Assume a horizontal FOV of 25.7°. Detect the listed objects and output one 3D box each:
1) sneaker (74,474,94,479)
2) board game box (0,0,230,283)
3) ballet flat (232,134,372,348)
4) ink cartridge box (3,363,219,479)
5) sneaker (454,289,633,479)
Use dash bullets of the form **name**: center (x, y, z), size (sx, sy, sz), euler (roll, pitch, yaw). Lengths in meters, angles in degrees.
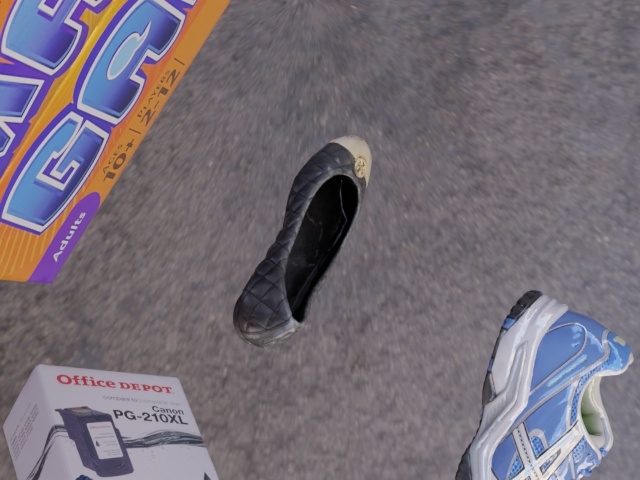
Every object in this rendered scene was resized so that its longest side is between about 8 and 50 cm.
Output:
- **sneaker**: center (-0.096, 0.148, 0.595), size (0.058, 0.052, 0.135), euler (24, 137, 0)
- **board game box**: center (-0.285, -0.219, 0.904), size (0.357, 0.356, 0.356), euler (33, 94, 12)
- **ballet flat**: center (0.000, 0.000, 0.872), size (0.049, 0.173, 0.057), euler (-8, 132, 38)
- **ink cartridge box**: center (-0.203, 0.244, 1.415), size (0.172, 0.237, 0.100), euler (10, 125, -34)
- **sneaker**: center (0.138, 0.141, 0.903), size (0.081, 0.080, 0.211), euler (19, 112, 21)
